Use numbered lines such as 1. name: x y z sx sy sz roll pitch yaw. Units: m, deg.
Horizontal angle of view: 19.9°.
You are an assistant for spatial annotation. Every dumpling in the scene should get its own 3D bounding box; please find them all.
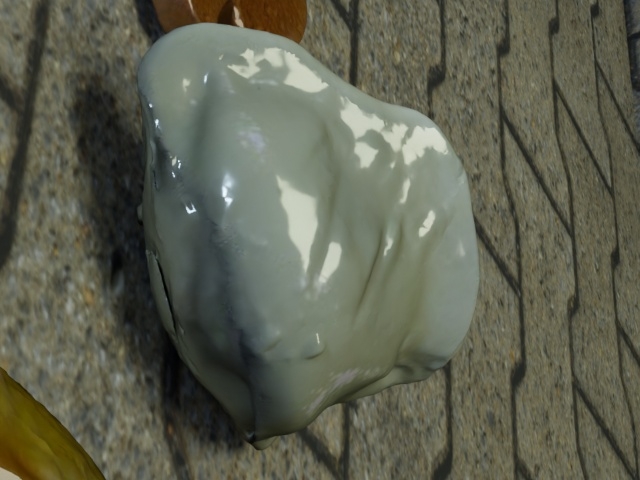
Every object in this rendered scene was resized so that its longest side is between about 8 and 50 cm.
1. dumpling: 0.000 0.000 1.242 0.187 0.243 0.318 -128 -156 -60

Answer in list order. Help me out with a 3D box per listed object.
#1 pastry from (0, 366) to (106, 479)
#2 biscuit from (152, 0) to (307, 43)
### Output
1. pastry: -0.190 0.167 0.632 0.356 0.164 0.356 34 42 -38
2. biscuit: -0.070 -0.226 1.468 0.334 0.047 0.202 -78 149 -46
